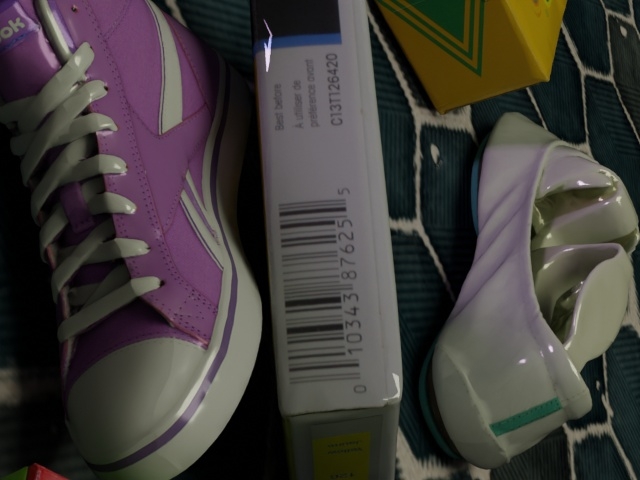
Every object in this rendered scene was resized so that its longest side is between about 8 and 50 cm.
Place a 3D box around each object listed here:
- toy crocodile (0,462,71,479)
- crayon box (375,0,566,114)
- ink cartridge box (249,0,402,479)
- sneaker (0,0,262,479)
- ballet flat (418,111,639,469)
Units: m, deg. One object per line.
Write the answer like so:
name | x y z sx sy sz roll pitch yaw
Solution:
toy crocodile | -0.107 0.132 0.619 0.340 0.105 0.115 30 47 -39
crayon box | 0.101 -0.329 1.324 0.313 0.106 0.363 57 30 -25
ink cartridge box | 0.000 0.000 0.915 0.307 0.072 0.304 93 -8 -65
sneaker | -0.114 -0.024 0.754 0.161 0.102 0.282 43 27 -37
ballet flat | 0.177 0.018 1.219 0.139 0.139 0.400 58 29 -23
